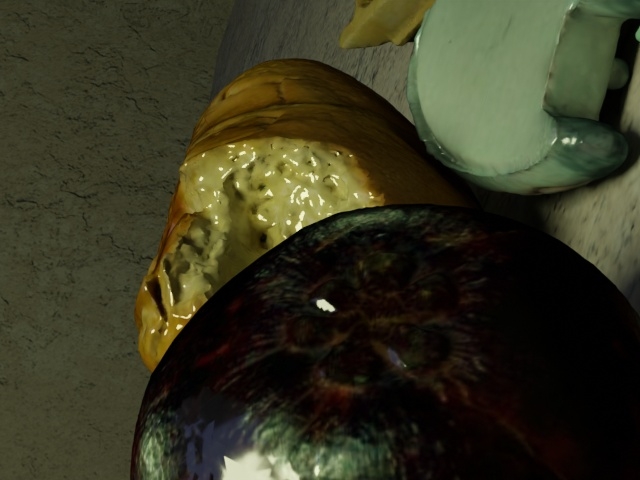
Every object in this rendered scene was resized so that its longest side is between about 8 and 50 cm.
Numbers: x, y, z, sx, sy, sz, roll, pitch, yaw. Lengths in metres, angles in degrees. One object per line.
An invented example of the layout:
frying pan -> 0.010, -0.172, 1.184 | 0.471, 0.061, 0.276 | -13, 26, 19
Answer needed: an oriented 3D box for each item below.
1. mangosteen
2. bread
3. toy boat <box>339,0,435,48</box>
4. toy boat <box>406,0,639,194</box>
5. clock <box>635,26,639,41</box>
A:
mangosteen -> 0.032, 0.101, 0.616 | 0.216, 0.216, 0.216 | -166, 90, -80
bread -> 0.005, -0.004, 0.891 | 0.344, 0.195, 0.148 | -102, 35, -75
toy boat -> 0.098, -0.245, 0.827 | 0.445, 0.162, 0.136 | 120, 159, -58
toy boat -> 0.117, -0.088, 0.818 | 0.208, 0.079, 0.134 | -166, 86, -69
clock -> 0.165, -0.149, 0.667 | 0.101, 0.041, 0.135 | 114, 166, -45
